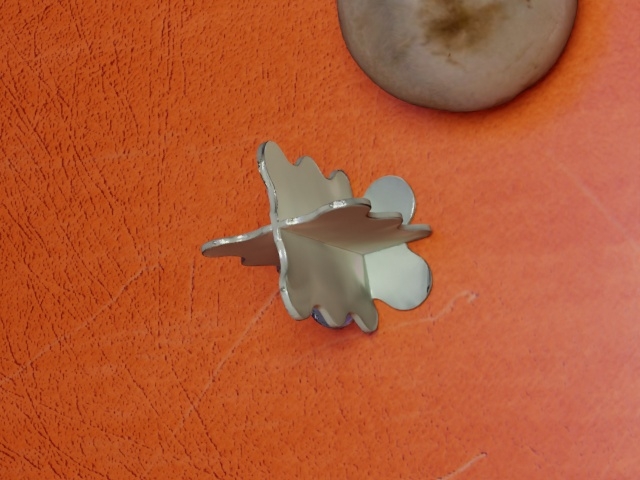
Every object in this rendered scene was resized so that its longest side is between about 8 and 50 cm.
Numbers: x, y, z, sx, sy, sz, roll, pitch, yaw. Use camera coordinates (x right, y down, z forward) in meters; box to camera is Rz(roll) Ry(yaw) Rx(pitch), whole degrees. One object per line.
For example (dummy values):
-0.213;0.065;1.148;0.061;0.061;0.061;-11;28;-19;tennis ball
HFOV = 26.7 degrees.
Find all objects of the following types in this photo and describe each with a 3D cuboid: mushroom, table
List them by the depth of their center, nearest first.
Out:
0.123;-0.228;1.244;0.226;0.178;0.227;-1;93;-14;mushroom
0.000;0.000;1.252;0.166;0.198;0.167;-4;81;25;table
